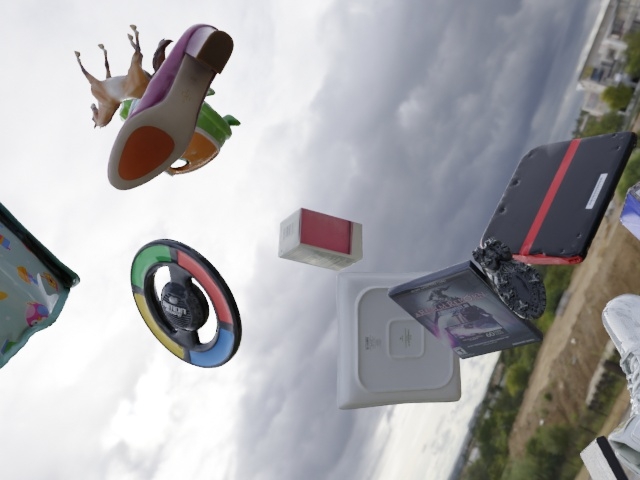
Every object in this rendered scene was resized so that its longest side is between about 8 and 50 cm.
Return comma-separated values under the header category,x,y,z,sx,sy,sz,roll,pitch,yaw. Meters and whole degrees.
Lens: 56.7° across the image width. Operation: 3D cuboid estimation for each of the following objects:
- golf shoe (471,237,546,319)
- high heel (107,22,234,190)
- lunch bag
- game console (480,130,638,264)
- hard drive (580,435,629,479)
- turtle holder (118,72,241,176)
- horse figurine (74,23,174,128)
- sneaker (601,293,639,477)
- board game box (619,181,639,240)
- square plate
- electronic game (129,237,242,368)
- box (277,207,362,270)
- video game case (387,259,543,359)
category,x,y,z,sx,sy,sz,roll,pitch,yaw
golf shoe,0.345,0.078,1.047,0.077,0.198,0.094,-31,-54,9
high heel,-0.311,-0.270,1.203,0.127,0.181,0.377,40,-91,-32
lunch bag,-0.453,0.039,0.787,0.160,0.223,0.262,-42,16,0
game console,0.608,-0.105,1.545,0.060,0.342,0.386,37,-107,-25
hard drive,0.555,0.446,1.163,0.022,0.094,0.135,-18,-32,-2
turtle holder,-0.391,-0.308,1.512,0.227,0.320,0.243,-54,-4,-4
horse figurine,-0.436,-0.362,1.308,0.066,0.263,0.174,-25,-78,-66
sneaker,0.448,0.209,0.805,0.169,0.292,0.108,-19,-40,-12
board game box,0.814,-0.074,1.201,0.291,0.232,0.141,-34,-30,1
square plate,0.211,0.252,1.519,0.049,0.344,0.347,170,100,-74
electronic game,-0.217,0.103,0.941,0.048,0.229,0.229,-36,-36,-48
box,0.000,0.000,1.885,0.149,0.232,0.126,-31,51,53
video game case,0.298,0.152,1.218,0.274,0.196,0.026,40,-135,-28
